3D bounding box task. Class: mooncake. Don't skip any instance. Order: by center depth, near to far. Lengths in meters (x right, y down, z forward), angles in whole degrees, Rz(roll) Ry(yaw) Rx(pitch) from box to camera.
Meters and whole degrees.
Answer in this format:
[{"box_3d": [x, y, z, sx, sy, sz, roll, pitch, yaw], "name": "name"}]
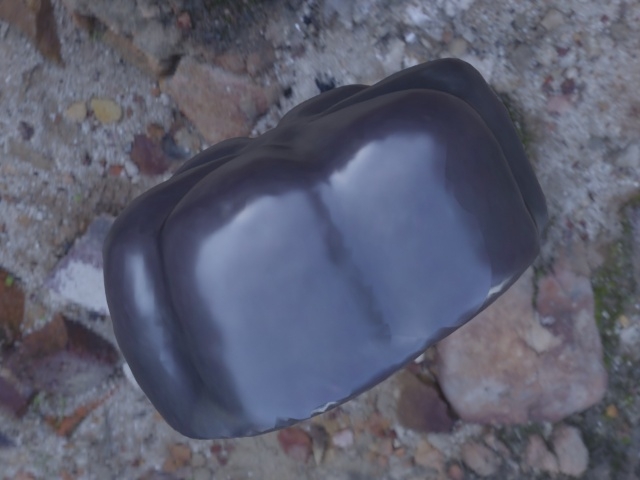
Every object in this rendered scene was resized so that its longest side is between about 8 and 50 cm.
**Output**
[{"box_3d": [0.000, 0.000, 0.609, 0.245, 0.245, 0.133, -24, 102, 2], "name": "mooncake"}]
